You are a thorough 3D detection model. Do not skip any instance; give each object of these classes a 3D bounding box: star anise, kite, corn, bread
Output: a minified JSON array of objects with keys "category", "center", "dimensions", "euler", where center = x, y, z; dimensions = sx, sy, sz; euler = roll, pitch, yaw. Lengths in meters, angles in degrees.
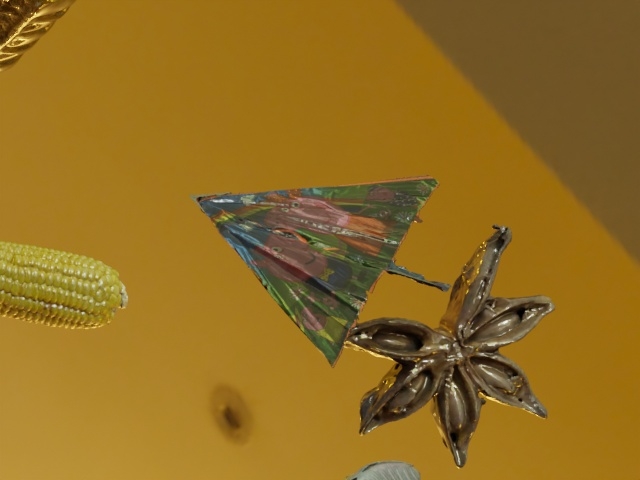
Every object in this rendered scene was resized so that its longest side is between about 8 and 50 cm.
[{"category":"star anise","center":[0.113,0.104,1.419],"dimensions":[0.172,0.208,0.063],"euler":[62,-16,-11]},{"category":"kite","center":[0.000,0.000,1.371],"dimensions":[0.233,0.321,0.016],"euler":[17,-59,11]},{"category":"corn","center":[-0.267,0.034,1.437],"dimensions":[0.067,0.206,0.067],"euler":[-168,-90,-70]},{"category":"bread","center":[-0.310,-0.238,1.645],"dimensions":[0.098,0.087,0.269],"euler":[36,-27,-16]}]

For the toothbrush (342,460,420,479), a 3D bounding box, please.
[{"category":"toothbrush","center":[-0.084,0.192,1.082],"dimensions":[0.042,0.413,0.035],"euler":[-33,-110,44]}]
